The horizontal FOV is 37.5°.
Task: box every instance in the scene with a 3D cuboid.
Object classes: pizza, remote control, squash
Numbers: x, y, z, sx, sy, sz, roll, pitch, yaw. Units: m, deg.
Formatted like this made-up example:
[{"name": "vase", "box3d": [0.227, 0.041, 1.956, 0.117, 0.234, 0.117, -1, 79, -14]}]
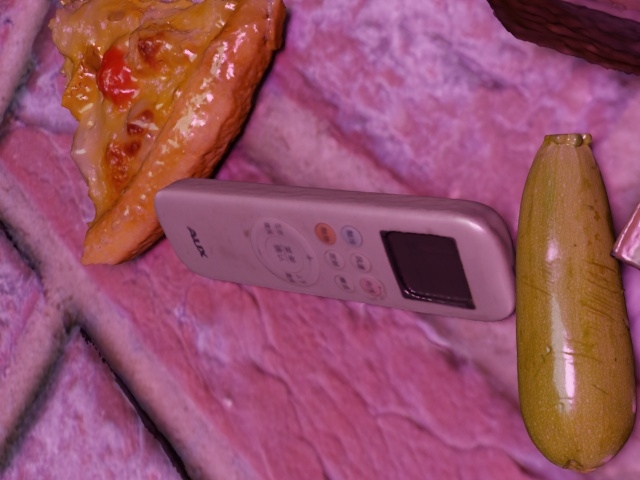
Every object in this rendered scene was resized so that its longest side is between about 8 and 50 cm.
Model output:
[{"name": "pizza", "box3d": [-0.179, -0.138, 0.832, 0.288, 0.075, 0.280, 40, 108, 36]}, {"name": "remote control", "box3d": [0.000, 0.001, 0.668, 0.310, 0.038, 0.090, 8, 130, 39]}, {"name": "squash", "box3d": [0.146, 0.032, 0.547, 0.066, 0.066, 0.201, -8, 75, 39]}]

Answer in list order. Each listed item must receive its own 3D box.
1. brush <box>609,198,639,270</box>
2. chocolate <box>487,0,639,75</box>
[{"name": "brush", "box3d": [0.236, -0.091, 0.512, 0.043, 0.036, 0.248, 30, 96, 34]}, {"name": "chocolate", "box3d": [0.229, -0.109, 0.432, 0.321, 0.112, 0.112, 27, 97, 28]}]
